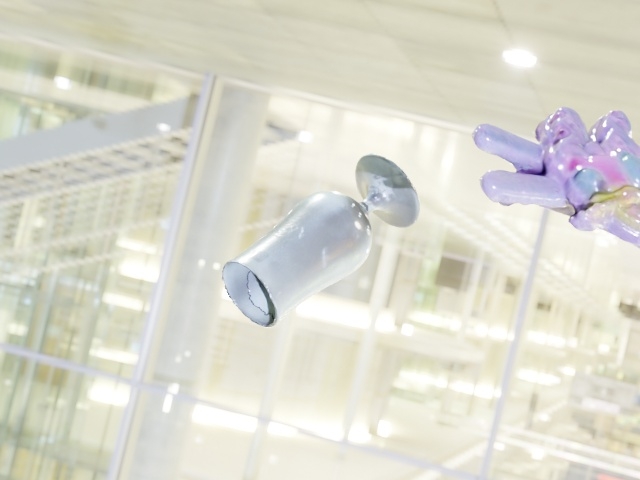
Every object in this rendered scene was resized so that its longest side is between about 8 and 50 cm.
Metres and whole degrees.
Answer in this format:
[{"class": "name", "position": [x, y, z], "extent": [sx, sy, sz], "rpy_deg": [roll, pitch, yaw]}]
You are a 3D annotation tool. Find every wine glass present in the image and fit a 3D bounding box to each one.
[{"class": "wine glass", "position": [0.000, 0.000, 1.398], "extent": [0.231, 0.103, 0.103], "rpy_deg": [-36, -151, -30]}]

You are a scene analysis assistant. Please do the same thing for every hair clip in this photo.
[{"class": "hair clip", "position": [0.241, -0.032, 0.932], "extent": [0.278, 0.137, 0.090], "rpy_deg": [24, 136, -28]}]
